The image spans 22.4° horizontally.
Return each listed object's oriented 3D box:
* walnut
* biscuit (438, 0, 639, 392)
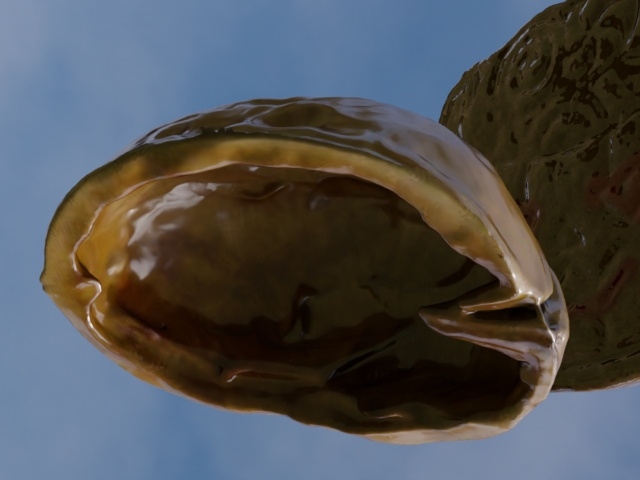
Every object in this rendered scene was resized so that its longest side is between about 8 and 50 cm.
[{"bbox_3d":[-0.001,-0.002,0.642,0.211,0.167,0.087,7,-132,15],"label":"walnut"},{"bbox_3d":[0.166,-0.034,0.972,0.273,0.049,0.257,-21,-118,46],"label":"biscuit"}]
